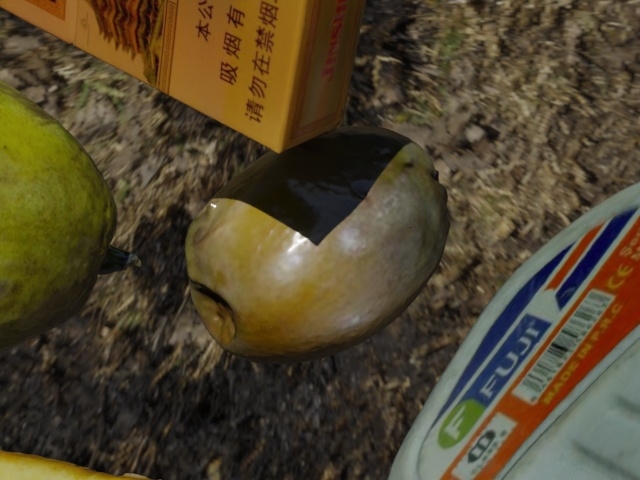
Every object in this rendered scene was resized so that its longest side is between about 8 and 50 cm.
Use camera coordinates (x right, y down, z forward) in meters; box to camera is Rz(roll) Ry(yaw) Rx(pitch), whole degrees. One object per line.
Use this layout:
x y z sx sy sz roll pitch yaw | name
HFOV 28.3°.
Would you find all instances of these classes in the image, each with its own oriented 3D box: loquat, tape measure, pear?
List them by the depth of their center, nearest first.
0.156 0.080 0.548 0.125 0.246 0.243 41 85 -17 | tape measure
0.000 0.000 1.018 0.227 0.179 0.179 -35 101 -21 | loquat
-0.334 -0.015 1.105 0.375 0.287 0.287 12 101 -26 | pear

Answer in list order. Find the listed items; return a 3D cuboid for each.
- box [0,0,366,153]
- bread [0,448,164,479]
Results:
-0.096 -0.194 0.839 0.274 0.076 0.174 29 124 27 | box
-0.141 0.354 0.961 0.245 0.233 0.362 5 143 20 | bread
